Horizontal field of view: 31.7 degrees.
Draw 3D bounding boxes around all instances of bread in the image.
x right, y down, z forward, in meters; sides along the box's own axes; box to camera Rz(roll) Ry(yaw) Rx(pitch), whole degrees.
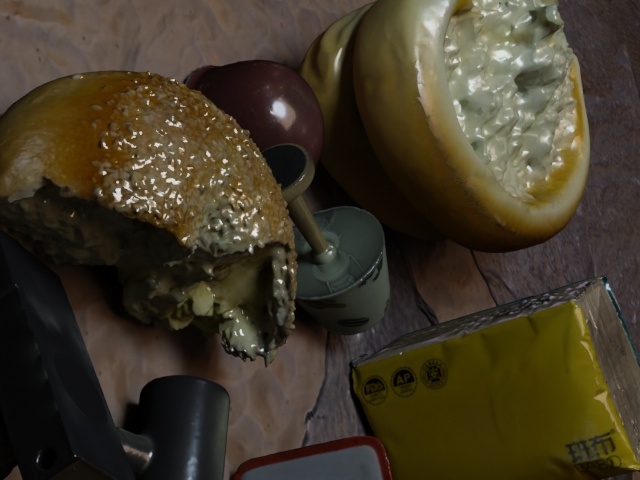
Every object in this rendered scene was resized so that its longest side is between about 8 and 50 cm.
[{"bbox_3d":[-0.126,-0.037,0.938,0.314,0.171,0.192,38,49,-38],"label":"bread"},{"bbox_3d":[0.158,-0.160,1.304,0.424,0.245,0.329,10,92,-53],"label":"bread"}]

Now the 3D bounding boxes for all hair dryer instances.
[{"bbox_3d":[-0.182,0.173,0.847,0.248,0.078,0.195,28,45,-29],"label":"hair dryer"}]

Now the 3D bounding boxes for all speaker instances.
[{"bbox_3d":[-0.194,0.090,0.783,0.218,0.044,0.082,58,4,41],"label":"speaker"}]

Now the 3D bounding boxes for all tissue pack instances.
[{"bbox_3d":[0.193,0.169,1.181,0.134,0.271,0.192,-24,92,-60],"label":"tissue pack"}]

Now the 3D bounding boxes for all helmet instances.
[{"bbox_3d":[-0.050,-0.109,1.137,0.155,0.106,0.175,-31,103,-55],"label":"helmet"}]

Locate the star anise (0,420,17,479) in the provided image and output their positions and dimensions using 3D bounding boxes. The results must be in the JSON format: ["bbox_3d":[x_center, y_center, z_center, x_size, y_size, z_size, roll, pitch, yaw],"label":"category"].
[{"bbox_3d":[-0.270,0.133,0.725,0.212,0.073,0.197,-15,83,-48],"label":"star anise"}]

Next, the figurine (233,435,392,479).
[{"bbox_3d":[0.053,0.286,1.053,0.226,0.160,0.183,19,59,-59],"label":"figurine"}]

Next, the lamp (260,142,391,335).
[{"bbox_3d":[0.000,0.000,1.112,0.215,0.121,0.121,60,32,-41],"label":"lamp"}]
